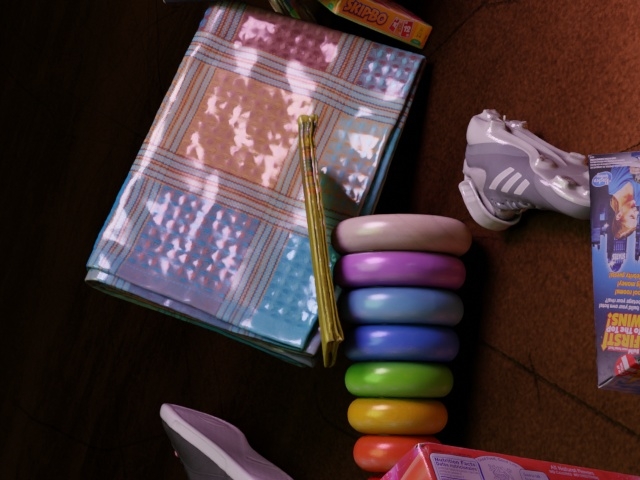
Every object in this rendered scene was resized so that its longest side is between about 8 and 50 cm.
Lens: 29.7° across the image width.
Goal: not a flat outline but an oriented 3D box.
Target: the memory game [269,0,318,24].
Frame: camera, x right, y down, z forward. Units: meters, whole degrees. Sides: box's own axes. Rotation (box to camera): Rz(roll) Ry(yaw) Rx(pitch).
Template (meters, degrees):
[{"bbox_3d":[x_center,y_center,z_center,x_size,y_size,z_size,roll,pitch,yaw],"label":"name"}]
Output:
[{"bbox_3d":[-0.035,-0.280,1.482,0.012,0.186,0.186,-35,37,-4],"label":"memory game"}]

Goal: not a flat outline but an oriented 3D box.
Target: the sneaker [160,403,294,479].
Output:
[{"bbox_3d":[-0.140,0.307,1.482,0.295,0.104,0.147,29,99,54],"label":"sneaker"}]

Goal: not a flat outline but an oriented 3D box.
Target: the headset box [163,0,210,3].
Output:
[{"bbox_3d":[-0.052,-0.391,1.363,0.246,0.131,0.283,7,48,35],"label":"headset box"}]

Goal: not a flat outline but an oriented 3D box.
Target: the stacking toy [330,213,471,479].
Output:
[{"bbox_3d":[0.078,0.145,1.185,0.141,0.141,0.330,-10,78,57],"label":"stacking toy"}]

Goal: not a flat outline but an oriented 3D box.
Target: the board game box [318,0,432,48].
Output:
[{"bbox_3d":[0.020,-0.299,1.420,0.039,0.124,0.259,-65,33,15],"label":"board game box"}]

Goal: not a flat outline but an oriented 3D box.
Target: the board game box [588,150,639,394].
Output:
[{"bbox_3d":[0.283,0.027,0.939,0.194,0.060,0.194,2,82,58],"label":"board game box"}]

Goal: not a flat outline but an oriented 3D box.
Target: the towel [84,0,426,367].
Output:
[{"bbox_3d":[-0.067,-0.077,1.308,0.040,0.271,0.370,76,-145,-71],"label":"towel"}]

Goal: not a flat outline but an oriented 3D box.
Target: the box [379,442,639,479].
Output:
[{"bbox_3d":[0.153,0.245,0.882,0.123,0.256,0.128,-50,40,34],"label":"box"}]

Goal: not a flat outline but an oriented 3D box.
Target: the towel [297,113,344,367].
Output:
[{"bbox_3d":[0.000,0.000,1.203,0.102,0.021,0.237,89,175,-70],"label":"towel"}]

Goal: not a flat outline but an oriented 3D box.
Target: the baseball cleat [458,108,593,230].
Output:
[{"bbox_3d":[0.195,-0.045,1.118,0.206,0.072,0.109,-126,41,-57],"label":"baseball cleat"}]
